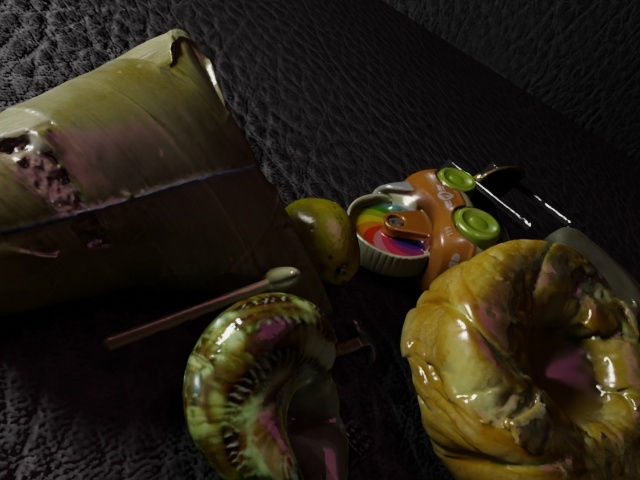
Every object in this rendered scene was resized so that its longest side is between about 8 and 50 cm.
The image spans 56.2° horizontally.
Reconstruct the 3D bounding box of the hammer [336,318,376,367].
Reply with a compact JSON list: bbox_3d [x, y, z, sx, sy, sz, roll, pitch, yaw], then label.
[{"bbox_3d":[0.004,0.140,0.711,0.182,0.017,0.062,-11,56,-47],"label":"hammer"}]

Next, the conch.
[{"bbox_3d":[-0.044,0.142,0.560,0.187,0.124,0.181,57,38,-25],"label":"conch"}]

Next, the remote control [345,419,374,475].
[{"bbox_3d":[0.022,0.224,0.626,0.039,0.014,0.096,46,33,14],"label":"remote control"}]

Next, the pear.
[{"bbox_3d":[0.000,0.000,0.795,0.107,0.107,0.131,-3,38,-45],"label":"pear"}]

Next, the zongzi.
[{"bbox_3d":[-0.168,0.022,0.607,0.356,0.174,0.393,-45,110,-43],"label":"zongzi"}]

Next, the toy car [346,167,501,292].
[{"bbox_3d":[0.139,-0.018,0.940,0.235,0.145,0.235,10,40,-9],"label":"toy car"}]

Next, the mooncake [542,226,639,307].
[{"bbox_3d":[0.461,0.113,1.039,0.275,0.135,0.275,27,39,-24],"label":"mooncake"}]

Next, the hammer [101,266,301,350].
[{"bbox_3d":[-0.109,0.066,0.571,0.195,0.060,0.028,-20,91,-26],"label":"hammer"}]

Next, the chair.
[{"bbox_3d":[0.309,-0.077,1.139,0.159,0.172,0.247,-4,58,-44],"label":"chair"}]

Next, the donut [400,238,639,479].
[{"bbox_3d":[0.271,0.161,0.749,0.360,0.170,0.360,13,59,-23],"label":"donut"}]
